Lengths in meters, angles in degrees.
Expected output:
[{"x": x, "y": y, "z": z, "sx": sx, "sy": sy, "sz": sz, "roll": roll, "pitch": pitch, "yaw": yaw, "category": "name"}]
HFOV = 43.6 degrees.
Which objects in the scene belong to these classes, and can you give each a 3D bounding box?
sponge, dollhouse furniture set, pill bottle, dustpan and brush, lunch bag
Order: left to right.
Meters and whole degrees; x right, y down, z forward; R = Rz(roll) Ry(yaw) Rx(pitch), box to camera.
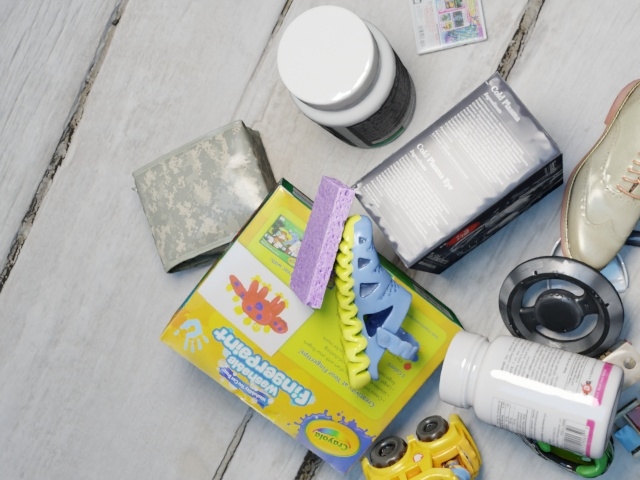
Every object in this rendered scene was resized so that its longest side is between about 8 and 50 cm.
[{"x": -0.237, "y": -0.083, "z": 1.686, "sx": 0.287, "sy": 0.169, "sz": 0.235, "roll": -21, "pitch": 83, "yaw": 9, "category": "lunch bag"}, {"x": 0.000, "y": 0.000, "z": 1.370, "sx": 0.031, "sy": 0.117, "sz": 0.210, "roll": 13, "pitch": 100, "yaw": -19, "category": "sponge"}, {"x": 0.055, "y": -0.302, "z": 1.514, "sx": 0.204, "sy": 0.361, "sz": 0.204, "roll": -1, "pitch": 87, "yaw": 15, "category": "pill bottle"}, {"x": 0.361, "y": 0.255, "z": 1.378, "sx": 0.283, "sy": 0.160, "sz": 0.160, "roll": 14, "pitch": 91, "yaw": 25, "category": "pill bottle"}, {"x": 0.494, "y": 0.006, "z": 1.528, "sx": 0.147, "sy": 0.060, "sz": 0.211, "roll": -12, "pitch": 84, "yaw": 15, "category": "dustpan and brush"}, {"x": 0.566, "y": 0.290, "z": 1.455, "sx": 0.129, "sy": 0.129, "sz": 0.184, "roll": -40, "pitch": 76, "yaw": 10, "category": "dollhouse furniture set"}]

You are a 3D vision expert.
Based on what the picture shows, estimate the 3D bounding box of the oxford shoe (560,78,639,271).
[{"x": 0.552, "y": -0.126, "z": 1.442, "sx": 0.140, "sy": 0.146, "sz": 0.397, "roll": 22, "pitch": 86, "yaw": -7, "category": "oxford shoe"}]

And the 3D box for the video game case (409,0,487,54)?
[{"x": 0.259, "y": -0.472, "z": 1.644, "sx": 0.143, "sy": 0.019, "sz": 0.157, "roll": -10, "pitch": 84, "yaw": 15, "category": "video game case"}]

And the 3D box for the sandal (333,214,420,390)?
[{"x": 0.095, "y": 0.103, "z": 1.395, "sx": 0.138, "sy": 0.126, "sz": 0.317, "roll": -9, "pitch": 111, "yaw": -2, "category": "sandal"}]

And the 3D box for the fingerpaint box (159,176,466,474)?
[{"x": -0.016, "y": 0.162, "z": 1.543, "sx": 0.445, "sy": 0.163, "sz": 0.371, "roll": 37, "pitch": 98, "yaw": -8, "category": "fingerpaint box"}]

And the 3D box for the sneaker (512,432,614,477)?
[{"x": 0.395, "y": 0.313, "z": 1.495, "sx": 0.343, "sy": 0.146, "sz": 0.134, "roll": 31, "pitch": 95, "yaw": 16, "category": "sneaker"}]

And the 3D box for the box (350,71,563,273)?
[{"x": 0.262, "y": -0.101, "z": 1.453, "sx": 0.312, "sy": 0.343, "sz": 0.179, "roll": -39, "pitch": 76, "yaw": 11, "category": "box"}]

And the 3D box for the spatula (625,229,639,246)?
[{"x": 0.679, "y": 0.011, "z": 1.491, "sx": 0.296, "sy": 0.030, "sz": 0.084, "roll": 12, "pitch": 89, "yaw": 17, "category": "spatula"}]

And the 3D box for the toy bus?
[{"x": 0.204, "y": 0.454, "z": 1.483, "sx": 0.220, "sy": 0.211, "sz": 0.149, "roll": -28, "pitch": 108, "yaw": 2, "category": "toy bus"}]

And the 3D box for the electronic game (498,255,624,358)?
[{"x": 0.446, "y": 0.130, "z": 1.493, "sx": 0.229, "sy": 0.048, "sz": 0.229, "roll": 15, "pitch": 125, "yaw": 22, "category": "electronic game"}]
